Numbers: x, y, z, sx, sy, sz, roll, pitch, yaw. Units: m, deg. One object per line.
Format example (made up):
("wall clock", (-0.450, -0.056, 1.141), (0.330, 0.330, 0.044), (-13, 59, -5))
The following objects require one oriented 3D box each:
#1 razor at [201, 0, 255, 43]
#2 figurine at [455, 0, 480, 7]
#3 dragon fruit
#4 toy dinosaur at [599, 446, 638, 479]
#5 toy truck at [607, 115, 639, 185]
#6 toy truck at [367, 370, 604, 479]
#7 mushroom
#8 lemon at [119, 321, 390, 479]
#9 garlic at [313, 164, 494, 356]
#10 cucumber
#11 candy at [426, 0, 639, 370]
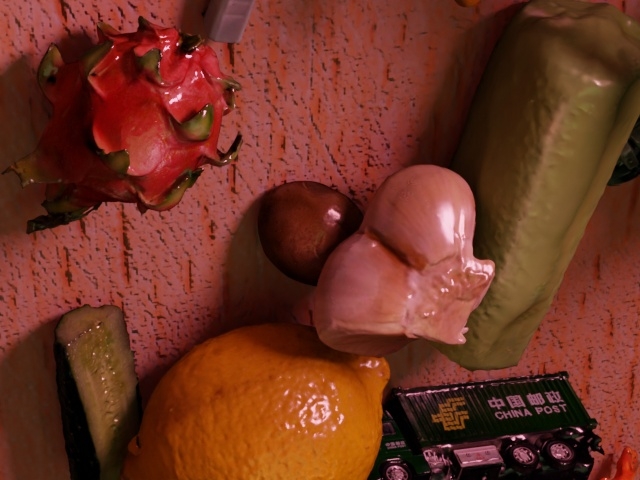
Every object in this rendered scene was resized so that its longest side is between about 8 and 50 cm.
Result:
("razor", (-0.034, -0.259, 1.311), (0.111, 0.056, 0.278), (0, 129, -25))
("figurine", (0.276, -0.287, 1.233), (0.387, 0.268, 0.401), (2, 99, 17))
("dragon fruit", (-0.162, -0.075, 1.377), (0.236, 0.135, 0.137), (-30, 144, 29))
("toy dinosaur", (0.256, 0.331, 1.960), (0.117, 0.070, 0.288), (16, 118, -21))
("toy truck", (0.309, -0.101, 1.588), (0.154, 0.078, 0.080), (-32, 133, 7))
("toy truck", (0.137, 0.205, 1.756), (0.259, 0.121, 0.088), (-5, 132, -20))
("mushroom", (0.003, 0.006, 1.552), (0.088, 0.073, 0.129), (-34, 134, 5))
("lemon", (-0.054, 0.168, 1.595), (0.256, 0.188, 0.188), (-24, 135, 2))
("garlic", (0.069, 0.021, 1.503), (0.124, 0.099, 0.174), (25, 89, -16))
("cucumber", (-0.202, 0.143, 1.602), (0.078, 0.062, 0.211), (-40, 138, -35))
("candy", (0.178, -0.042, 1.542), (0.132, 0.142, 0.343), (-9, 135, -33))
